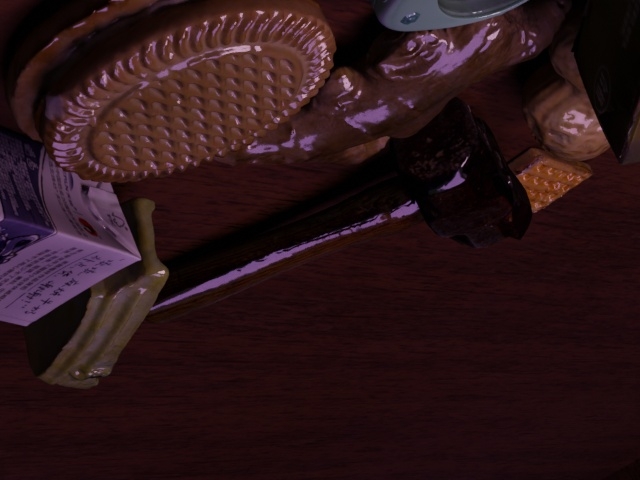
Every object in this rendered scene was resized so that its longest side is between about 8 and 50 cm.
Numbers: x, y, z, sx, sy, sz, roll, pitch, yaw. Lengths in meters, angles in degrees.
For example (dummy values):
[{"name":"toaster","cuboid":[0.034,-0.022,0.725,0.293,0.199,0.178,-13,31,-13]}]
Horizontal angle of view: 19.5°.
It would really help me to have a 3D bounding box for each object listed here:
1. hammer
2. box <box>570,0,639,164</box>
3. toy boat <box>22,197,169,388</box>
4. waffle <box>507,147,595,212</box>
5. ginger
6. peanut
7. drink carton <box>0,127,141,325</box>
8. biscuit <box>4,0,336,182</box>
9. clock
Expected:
[{"name":"hammer","cuboid":[0.000,0.000,1.851,0.409,0.095,0.242,-23,159,8]},{"name":"box","cuboid":[0.426,-0.251,1.462,0.373,0.138,0.420,-9,146,-12]},{"name":"toy boat","cuboid":[-0.222,0.058,1.731,0.084,0.111,0.276,-5,157,-26]},{"name":"waffle","cuboid":[0.232,-0.063,2.017,0.092,0.021,0.135,-34,156,28]},{"name":"ginger","cuboid":[0.066,-0.132,1.609,0.333,0.080,0.166,-31,150,12]},{"name":"peanut","cuboid":[0.248,-0.149,1.731,0.103,0.098,0.229,-44,165,-25]},{"name":"drink carton","cuboid":[-0.268,-0.010,1.541,0.134,0.102,0.222,-32,157,18]},{"name":"biscuit","cuboid":[-0.115,-0.130,1.436,0.259,0.079,0.259,-20,160,-7]},{"name":"clock","cuboid":[0.134,-0.231,1.468,0.189,0.060,0.148,-9,154,-32]}]
